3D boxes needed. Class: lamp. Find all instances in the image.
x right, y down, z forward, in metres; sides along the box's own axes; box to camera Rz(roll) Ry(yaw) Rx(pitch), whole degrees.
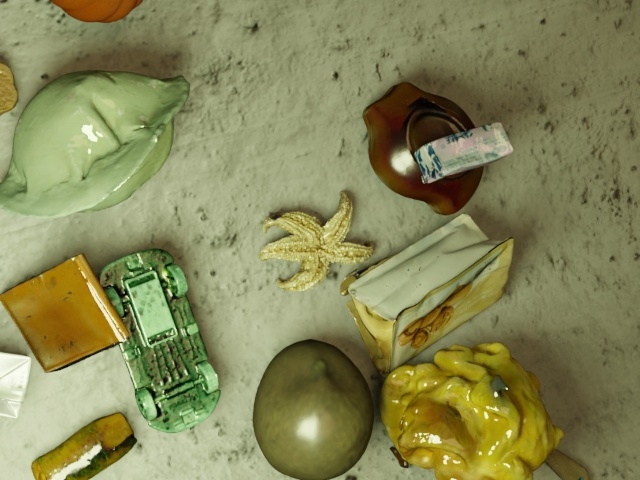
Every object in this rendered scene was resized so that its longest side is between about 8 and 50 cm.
[{"bbox_3d":[-0.382,-0.478,1.349,0.223,0.197,0.223,-19,112,-57],"label":"lamp"}]

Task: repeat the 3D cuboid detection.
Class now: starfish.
[{"bbox_3d":[0.002,0.000,1.522,0.238,0.071,0.216,16,84,-26],"label":"starfish"}]

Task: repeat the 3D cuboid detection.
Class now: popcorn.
[{"bbox_3d":[0.285,0.330,1.471,0.316,0.281,0.297,-12,52,-22],"label":"popcorn"}]

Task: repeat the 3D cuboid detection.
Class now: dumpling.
[{"bbox_3d":[-0.354,-0.157,1.328,0.270,0.212,0.320,23,89,19],"label":"dumpling"}]

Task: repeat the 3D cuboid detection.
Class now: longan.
[{"bbox_3d":[-0.015,0.293,1.389,0.215,0.246,0.246,-5,86,-34],"label":"longan"}]

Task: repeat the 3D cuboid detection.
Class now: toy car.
[{"bbox_3d":[-0.278,0.168,1.353,0.136,0.125,0.305,-22,98,-27],"label":"toy car"}]

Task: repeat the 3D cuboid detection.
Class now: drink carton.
[{"bbox_3d":[-0.564,0.204,1.226,0.222,0.134,0.101,13,77,-21],"label":"drink carton"}]

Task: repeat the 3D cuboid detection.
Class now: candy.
[{"bbox_3d":[0.263,-0.165,1.491,0.160,0.092,0.073,-18,86,-18],"label":"candy"}]

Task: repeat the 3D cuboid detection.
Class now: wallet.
[{"bbox_3d":[-0.407,0.118,1.284,0.161,0.195,0.042,60,29,-7],"label":"wallet"}]

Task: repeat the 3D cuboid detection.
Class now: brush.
[{"bbox_3d":[0.451,0.417,1.658,0.327,0.065,0.070,40,68,-15],"label":"brush"}]

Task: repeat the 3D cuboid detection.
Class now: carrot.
[{"bbox_3d":[-0.387,0.350,1.310,0.173,0.082,0.082,-30,96,-23],"label":"carrot"}]

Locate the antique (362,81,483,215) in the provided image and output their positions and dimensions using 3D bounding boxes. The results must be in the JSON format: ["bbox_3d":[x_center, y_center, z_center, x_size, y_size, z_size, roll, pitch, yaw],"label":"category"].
[{"bbox_3d":[0.208,-0.182,1.591,0.223,0.129,0.278,-35,97,-18],"label":"antique"}]

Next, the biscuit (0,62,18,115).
[{"bbox_3d":[-0.608,-0.229,1.304,0.181,0.049,0.208,35,72,-15],"label":"biscuit"}]

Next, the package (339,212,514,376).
[{"bbox_3d":[0.203,0.087,1.566,0.311,0.221,0.165,-30,56,-21],"label":"package"}]
